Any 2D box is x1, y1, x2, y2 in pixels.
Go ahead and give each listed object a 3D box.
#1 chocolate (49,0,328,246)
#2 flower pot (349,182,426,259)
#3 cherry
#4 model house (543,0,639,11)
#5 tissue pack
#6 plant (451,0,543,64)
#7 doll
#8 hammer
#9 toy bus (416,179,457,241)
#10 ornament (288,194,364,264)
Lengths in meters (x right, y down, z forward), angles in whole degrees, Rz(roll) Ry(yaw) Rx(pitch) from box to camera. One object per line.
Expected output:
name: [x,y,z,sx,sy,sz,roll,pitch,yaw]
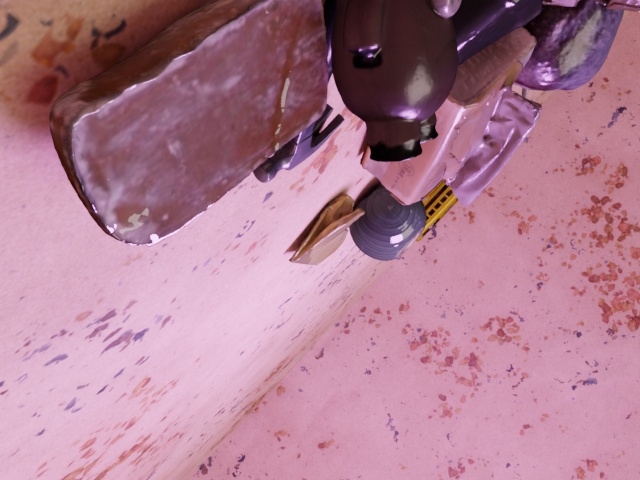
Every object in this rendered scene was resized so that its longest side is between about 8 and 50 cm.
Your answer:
chocolate: [-0.105,-0.116,0.491,0.254,0.080,0.157,-43,153,-24]
flower pot: [0.165,-0.045,1.445,0.189,0.157,0.243,-47,170,-6]
cherry: [0.429,-0.392,1.091,0.255,0.218,0.296,-24,150,-45]
model house: [0.355,-0.376,0.819,0.176,0.248,0.181,-44,167,-9]
tissue pack: [0.232,-0.202,1.016,0.238,0.238,0.305,-41,167,-24]
plant: [0.199,-0.322,0.730,0.256,0.142,0.164,-39,171,20]
doll: [0.064,-0.205,0.536,0.182,0.117,0.257,-48,139,-55]
hammer: [0.001,-0.190,0.706,0.137,0.037,0.290,-38,165,-34]
toy bus: [0.336,-0.159,1.672,0.331,0.151,0.145,-46,166,2]
ornament: [0.000,0.000,1.271,0.180,0.059,0.201,-36,166,-30]
